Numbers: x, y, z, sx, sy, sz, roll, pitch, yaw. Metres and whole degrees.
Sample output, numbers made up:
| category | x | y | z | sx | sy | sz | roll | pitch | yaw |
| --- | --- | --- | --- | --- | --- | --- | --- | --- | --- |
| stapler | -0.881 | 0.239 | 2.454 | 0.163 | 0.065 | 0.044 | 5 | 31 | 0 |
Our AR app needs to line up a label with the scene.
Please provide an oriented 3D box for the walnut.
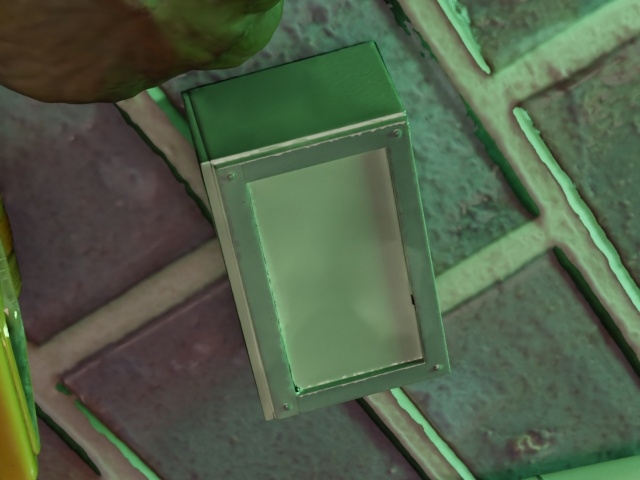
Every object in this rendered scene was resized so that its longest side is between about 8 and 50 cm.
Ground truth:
| category | x | y | z | sx | sy | sz | roll | pitch | yaw |
| --- | --- | --- | --- | --- | --- | --- | --- | --- | --- |
| walnut | -0.106 | -0.190 | 0.991 | 0.248 | 0.248 | 0.248 | -8 | 129 | -10 |

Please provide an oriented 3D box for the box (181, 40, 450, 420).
| category | x | y | z | sx | sy | sz | roll | pitch | yaw |
| --- | --- | --- | --- | --- | --- | --- | --- | --- | --- |
| box | 0.000 | 0.000 | 1.259 | 0.129 | 0.086 | 0.225 | -15 | 130 | -3 |

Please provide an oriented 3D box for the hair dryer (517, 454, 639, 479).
| category | x | y | z | sx | sy | sz | roll | pitch | yaw |
| --- | --- | --- | --- | --- | --- | --- | --- | --- | --- |
| hair dryer | 0.185 | 0.268 | 1.541 | 0.195 | 0.053 | 0.220 | -12 | 130 | -7 |

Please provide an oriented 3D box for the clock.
| category | x | y | z | sx | sy | sz | roll | pitch | yaw |
| --- | --- | --- | --- | --- | --- | --- | --- | --- | --- |
| clock | -0.226 | 0.047 | 1.156 | 0.096 | 0.202 | 0.143 | -10 | 129 | -6 |
